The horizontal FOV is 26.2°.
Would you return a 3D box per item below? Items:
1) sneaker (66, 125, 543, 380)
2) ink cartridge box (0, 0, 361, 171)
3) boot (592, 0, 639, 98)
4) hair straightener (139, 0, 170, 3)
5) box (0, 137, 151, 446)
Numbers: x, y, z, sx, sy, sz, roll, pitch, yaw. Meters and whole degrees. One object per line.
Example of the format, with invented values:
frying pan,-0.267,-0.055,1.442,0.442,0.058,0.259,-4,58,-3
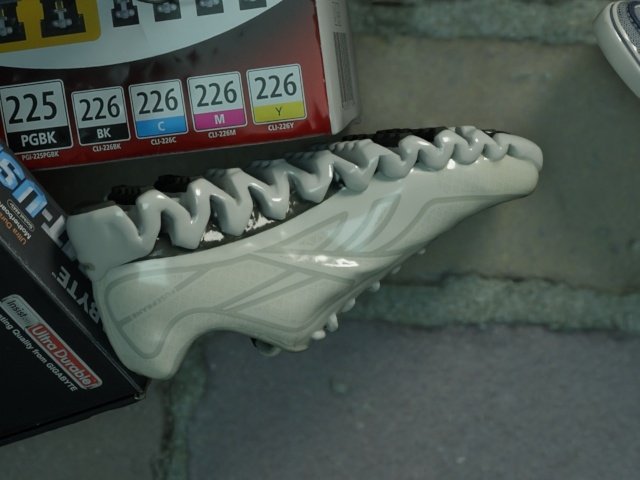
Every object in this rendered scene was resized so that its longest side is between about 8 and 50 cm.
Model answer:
sneaker,0.000,0.000,0.829,0.292,0.110,0.118,-14,96,-15
ink cartridge box,-0.149,-0.183,0.842,0.309,0.130,0.272,-7,97,9
boot,0.254,-0.094,0.810,0.190,0.069,0.086,43,130,6
hair straightener,-0.146,-0.183,0.759,0.230,0.047,0.089,19,99,2
box,-0.295,0.022,0.823,0.293,0.073,0.295,-18,128,25
